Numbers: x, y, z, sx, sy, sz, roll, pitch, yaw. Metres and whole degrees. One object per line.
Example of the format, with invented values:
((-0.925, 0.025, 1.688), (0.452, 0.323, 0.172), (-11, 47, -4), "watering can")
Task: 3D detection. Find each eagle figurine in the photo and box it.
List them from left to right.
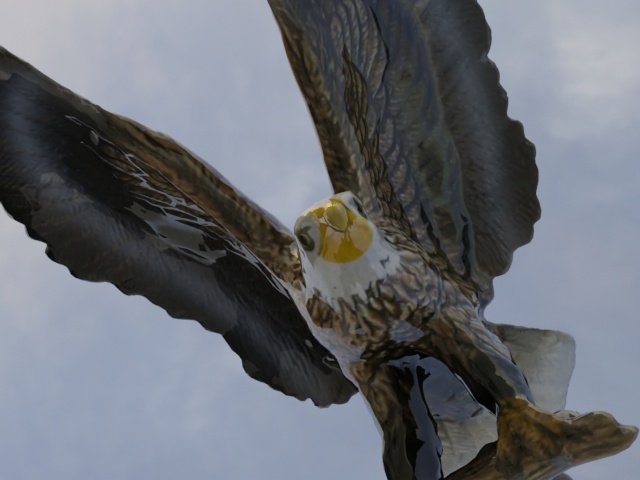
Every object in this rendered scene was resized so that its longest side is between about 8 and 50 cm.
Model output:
((0.002, -0.005, 0.630), (0.298, 0.226, 0.225), (57, -35, 17), "eagle figurine")
